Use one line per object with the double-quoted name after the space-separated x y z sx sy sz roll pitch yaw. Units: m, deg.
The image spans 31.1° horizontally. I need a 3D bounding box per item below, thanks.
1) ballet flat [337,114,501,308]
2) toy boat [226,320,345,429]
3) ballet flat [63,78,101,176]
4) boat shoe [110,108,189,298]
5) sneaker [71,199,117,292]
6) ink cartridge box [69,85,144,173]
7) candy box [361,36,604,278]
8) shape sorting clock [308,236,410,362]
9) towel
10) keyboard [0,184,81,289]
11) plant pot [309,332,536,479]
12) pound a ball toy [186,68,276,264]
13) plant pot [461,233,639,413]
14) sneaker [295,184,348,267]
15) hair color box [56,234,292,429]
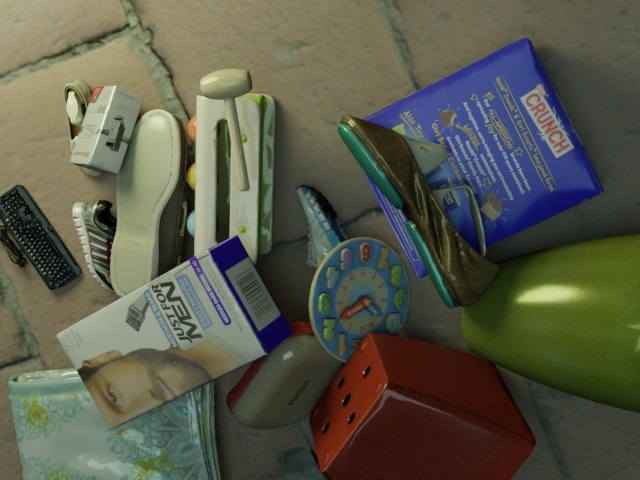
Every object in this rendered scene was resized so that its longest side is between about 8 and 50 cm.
0.161 -0.063 1.714 0.124 0.116 0.342 -33 94 -5 "ballet flat"
-0.072 0.205 1.918 0.231 0.151 0.151 -55 46 27 "toy boat"
-0.408 -0.187 1.940 0.057 0.052 0.168 -9 99 12 "ballet flat"
-0.273 -0.059 1.917 0.116 0.096 0.324 15 102 27 "boat shoe"
-0.363 0.005 1.962 0.075 0.063 0.170 -20 91 19 "sneaker"
-0.352 -0.181 1.885 0.056 0.099 0.135 21 85 -31 "ink cartridge box"
0.241 -0.129 1.796 0.317 0.122 0.268 -25 95 16 "candy box"
0.067 0.097 1.849 0.040 0.206 0.206 13 107 51 "shape sorting clock"
-0.353 0.379 2.017 0.374 0.090 0.320 -4 99 11 "towel"
-0.509 0.005 2.003 0.100 0.038 0.192 -34 92 15 "keyboard"
0.133 0.297 1.787 0.235 0.267 0.267 30 105 -17 "plant pot"
-0.158 -0.118 1.827 0.135 0.208 0.319 3 102 10 "pound a ball toy"
0.378 0.116 1.766 0.293 0.275 0.275 4 101 27 "plant pot"
0.000 0.000 1.893 0.083 0.071 0.191 -29 94 20 "sneaker"
-0.235 0.150 1.825 0.339 0.110 0.185 -28 92 29 "hair color box"
